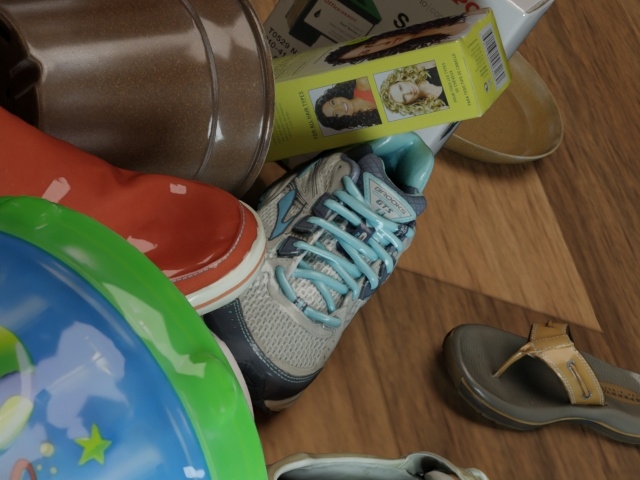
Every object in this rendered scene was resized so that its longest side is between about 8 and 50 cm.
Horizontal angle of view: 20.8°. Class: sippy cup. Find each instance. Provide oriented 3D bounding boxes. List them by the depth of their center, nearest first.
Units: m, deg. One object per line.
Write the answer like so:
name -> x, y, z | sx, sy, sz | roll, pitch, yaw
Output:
sippy cup -> -0.178, 0.126, 0.746 | 0.305, 0.240, 0.224 | 9, 28, 36

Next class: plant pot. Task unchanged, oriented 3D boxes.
plant pot -> -0.143, -0.094, 1.120 | 0.165, 0.167, 0.167 | -8, 52, -40
plant pot -> 0.109, -0.145, 1.545 | 0.236, 0.032, 0.236 | 25, 32, -17

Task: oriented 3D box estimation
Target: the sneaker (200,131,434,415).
sneaker -> 0.000, 0.000, 1.139 | 0.110, 0.122, 0.283 | 46, 31, -12

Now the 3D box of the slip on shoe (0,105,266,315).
slip on shoe -> -0.187, -0.027, 0.970 | 0.331, 0.101, 0.123 | 12, 40, -13

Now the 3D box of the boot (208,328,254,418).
boot -> -0.119, 0.063, 1.027 | 0.086, 0.069, 0.190 | -8, 45, -38

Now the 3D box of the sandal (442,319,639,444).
sandal -> 0.180, 0.096, 1.266 | 0.219, 0.060, 0.090 | 17, 36, -29

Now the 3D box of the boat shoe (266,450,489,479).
boat shoe -> 0.064, 0.184, 0.995 | 0.302, 0.103, 0.113 | 9, 41, -37

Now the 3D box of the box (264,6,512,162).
box -> 0.009, -0.100, 1.210 | 0.087, 0.232, 0.058 | -48, 123, -60

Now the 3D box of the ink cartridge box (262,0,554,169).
ink cartridge box -> 0.047, -0.146, 1.304 | 0.160, 0.219, 0.092 | 39, 30, 6
